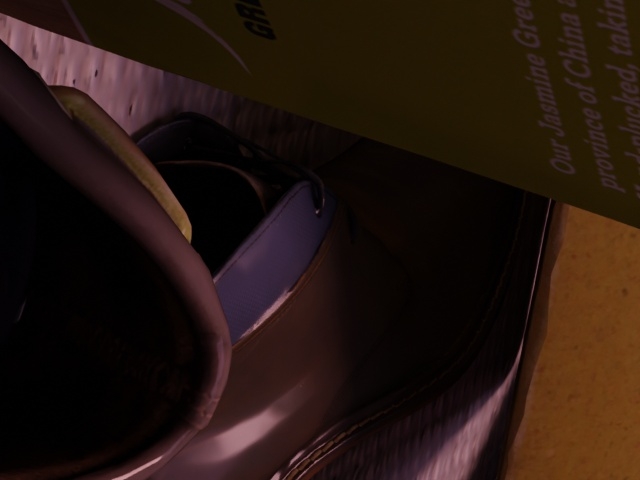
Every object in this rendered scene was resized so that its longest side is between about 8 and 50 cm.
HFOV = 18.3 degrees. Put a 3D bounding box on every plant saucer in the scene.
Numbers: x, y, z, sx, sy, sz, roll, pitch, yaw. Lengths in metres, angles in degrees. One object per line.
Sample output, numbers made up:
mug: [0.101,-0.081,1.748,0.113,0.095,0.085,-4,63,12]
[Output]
plant saucer: [0.118,-0.010,0.681,0.333,0.081,0.332,-67,167,-62]

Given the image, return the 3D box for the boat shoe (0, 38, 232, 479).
boat shoe: [-0.112,-0.015,0.282,0.116,0.097,0.324,-67,157,-5]

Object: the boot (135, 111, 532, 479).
boot: [0.000,0.000,0.561,0.219,0.082,0.106,-50,153,-34]

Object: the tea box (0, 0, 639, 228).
tea box: [0.108,-0.184,0.336,0.329,0.324,0.220,-59,154,-20]
